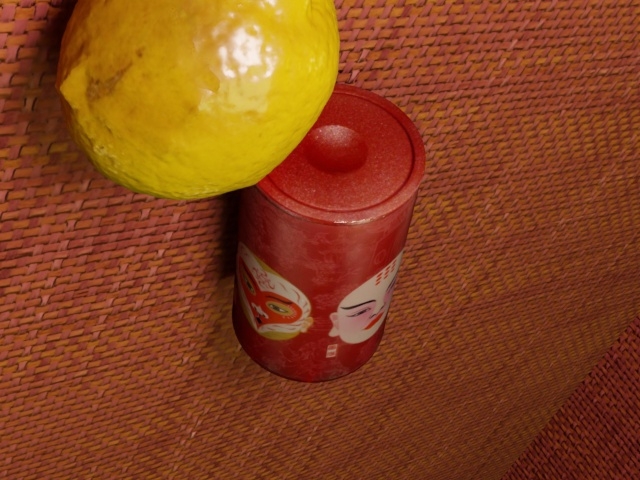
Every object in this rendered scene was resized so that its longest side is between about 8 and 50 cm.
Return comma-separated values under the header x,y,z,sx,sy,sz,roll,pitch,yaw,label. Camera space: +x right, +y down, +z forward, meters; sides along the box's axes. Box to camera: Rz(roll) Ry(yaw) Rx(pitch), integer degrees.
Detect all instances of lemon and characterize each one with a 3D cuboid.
x,y,z,sx,sy,sz,roll,pitch,yaw,label
-0.104,-0.156,1.042,0.233,0.233,0.288,-3,151,-46,lemon

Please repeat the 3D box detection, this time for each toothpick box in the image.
x,y,z,sx,sy,sz,roll,pitch,yaw,label
0.000,0.000,1.426,0.204,0.204,0.333,-24,150,-21,toothpick box
